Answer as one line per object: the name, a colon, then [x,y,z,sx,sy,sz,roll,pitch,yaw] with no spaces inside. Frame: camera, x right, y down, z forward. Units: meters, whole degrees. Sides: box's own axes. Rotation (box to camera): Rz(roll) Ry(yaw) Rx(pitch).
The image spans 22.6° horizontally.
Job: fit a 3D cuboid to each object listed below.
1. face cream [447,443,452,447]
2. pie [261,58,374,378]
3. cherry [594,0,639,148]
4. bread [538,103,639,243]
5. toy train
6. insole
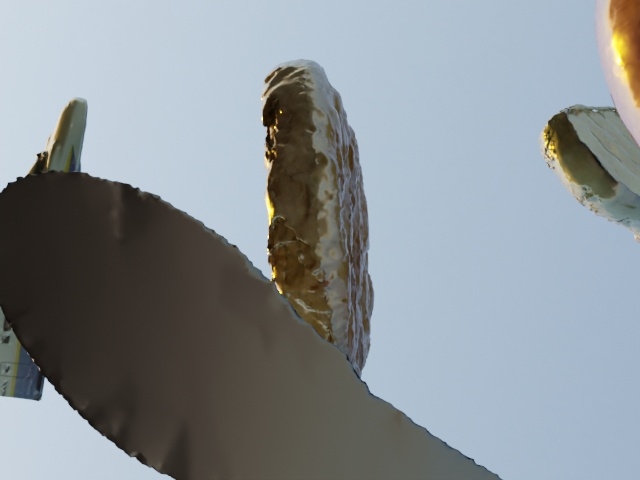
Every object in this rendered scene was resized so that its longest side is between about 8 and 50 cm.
face cream: [0.008,0.210,1.547,0.073,0.284,0.073,-27,-124,49]
pie: [0.000,0.000,0.854,0.046,0.195,0.195,-6,-118,7]
cherry: [0.277,-0.104,0.883,0.206,0.239,0.239,113,-32,-41]
bread: [0.255,-0.045,1.236,0.064,0.232,0.172,-44,-156,34]
toy train: [-0.213,0.004,1.187,0.052,0.051,0.233,-119,-142,-65]
insole: [-0.013,0.080,0.700,0.007,0.322,0.109,-31,-155,59]
